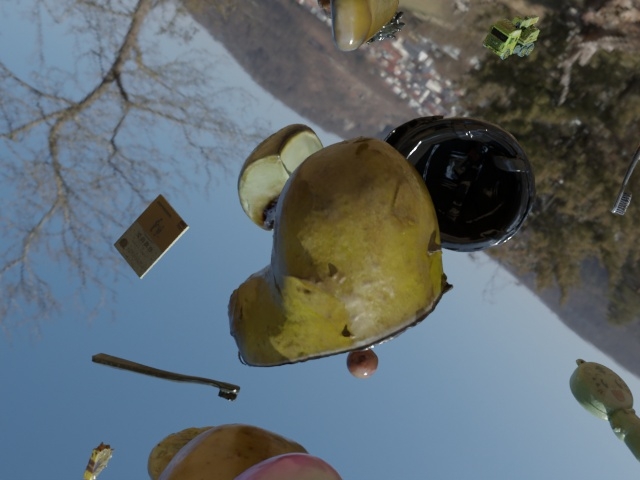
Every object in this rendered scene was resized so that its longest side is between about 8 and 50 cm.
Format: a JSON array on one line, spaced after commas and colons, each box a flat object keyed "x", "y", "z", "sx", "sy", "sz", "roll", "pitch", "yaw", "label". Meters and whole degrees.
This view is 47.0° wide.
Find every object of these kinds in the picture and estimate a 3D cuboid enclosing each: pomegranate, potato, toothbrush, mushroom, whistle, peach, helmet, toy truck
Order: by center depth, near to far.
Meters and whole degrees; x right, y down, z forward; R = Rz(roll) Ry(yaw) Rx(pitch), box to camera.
[{"x": -0.109, "y": 0.453, "z": 1.190, "sx": 0.342, "sy": 0.342, "sz": 0.342, "roll": 35, "pitch": -167, "yaw": -9, "label": "pomegranate"}, {"x": 0.000, "y": 0.000, "z": 1.195, "sx": 0.290, "sy": 0.397, "sz": 0.296, "roll": -49, "pitch": -58, "yaw": -54, "label": "potato"}, {"x": 0.245, "y": -0.112, "z": 1.302, "sx": 0.278, "sy": 0.231, "sz": 0.160, "roll": 19, "pitch": -158, "yaw": 17, "label": "helmet"}, {"x": 0.563, "y": 0.328, "z": 1.403, "sx": 0.126, "sy": 0.067, "sz": 0.258, "roll": 5, "pitch": -143, "yaw": -30, "label": "whistle"}, {"x": -0.300, "y": 0.262, "z": 1.421, "sx": 0.297, "sy": 0.031, "sz": 0.030, "roll": 13, "pitch": 180, "yaw": 3, "label": "toothbrush"}, {"x": 0.684, "y": -0.207, "z": 1.543, "sx": 0.031, "sy": 0.321, "sz": 0.023, "roll": 20, "pitch": -171, "yaw": 11, "label": "toothbrush"}, {"x": 0.103, "y": 0.302, "z": 1.828, "sx": 0.083, "sy": 0.083, "sz": 0.083, "roll": 35, "pitch": -167, "yaw": -9, "label": "peach"}, {"x": -0.078, "y": -0.147, "z": 1.837, "sx": 0.292, "sy": 0.211, "sz": 0.217, "roll": 53, "pitch": -145, "yaw": -28, "label": "mushroom"}, {"x": 0.495, "y": -0.527, "z": 1.871, "sx": 0.168, "sy": 0.100, "sz": 0.077, "roll": -20, "pitch": -125, "yaw": -41, "label": "toy truck"}]

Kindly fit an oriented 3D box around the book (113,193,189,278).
[{"x": -0.401, "y": -0.010, "z": 1.735, "sx": 0.118, "sy": 0.172, "sz": 0.012, "roll": 46, "pitch": -173, "yaw": 21, "label": "book"}]

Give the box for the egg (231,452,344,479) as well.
[{"x": -0.057, "y": 0.383, "z": 0.917, "sx": 0.196, "sy": 0.271, "sz": 0.196, "roll": 34, "pitch": -153, "yaw": -20, "label": "egg"}]

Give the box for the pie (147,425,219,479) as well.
[{"x": -0.245, "y": 0.532, "z": 1.762, "sx": 0.337, "sy": 0.075, "sz": 0.337, "roll": 8, "pitch": -163, "yaw": -2, "label": "pie"}]

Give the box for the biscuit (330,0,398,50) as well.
[{"x": 0.069, "y": -0.423, "z": 1.099, "sx": 0.062, "sy": 0.237, "sz": 0.291, "roll": 4, "pitch": -155, "yaw": 15, "label": "biscuit"}]

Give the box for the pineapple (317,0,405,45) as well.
[{"x": 0.093, "y": -0.495, "z": 1.552, "sx": 0.158, "sy": 0.158, "sz": 0.278, "roll": 43, "pitch": -173, "yaw": 22, "label": "pineapple"}]

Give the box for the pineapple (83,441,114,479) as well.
[{"x": -0.355, "y": 0.352, "z": 1.183, "sx": 0.019, "sy": 0.083, "sz": 0.045, "roll": 32, "pitch": -150, "yaw": 13, "label": "pineapple"}]
